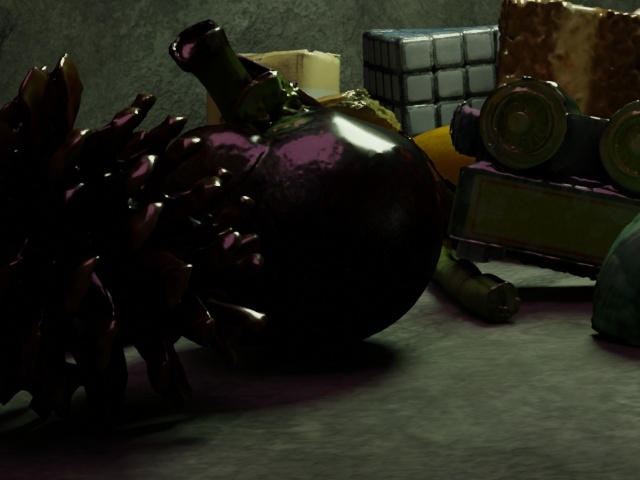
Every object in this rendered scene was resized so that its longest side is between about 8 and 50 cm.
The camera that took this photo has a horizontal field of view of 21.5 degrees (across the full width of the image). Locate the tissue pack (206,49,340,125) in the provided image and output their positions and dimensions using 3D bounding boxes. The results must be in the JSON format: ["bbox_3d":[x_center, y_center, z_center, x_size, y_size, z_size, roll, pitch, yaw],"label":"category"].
[{"bbox_3d":[-0.064,-0.139,2.228,0.186,0.222,0.090,4,0,34],"label":"tissue pack"}]

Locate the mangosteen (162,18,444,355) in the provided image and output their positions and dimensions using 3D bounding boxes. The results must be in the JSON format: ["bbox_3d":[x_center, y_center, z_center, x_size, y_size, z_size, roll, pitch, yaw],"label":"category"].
[{"bbox_3d":[-0.027,-0.047,1.367,0.231,0.289,0.231,-16,14,4],"label":"mangosteen"}]

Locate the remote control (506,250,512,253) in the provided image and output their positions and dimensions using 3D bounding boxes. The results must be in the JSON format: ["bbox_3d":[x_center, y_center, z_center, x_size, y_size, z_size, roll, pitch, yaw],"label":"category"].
[{"bbox_3d":[0.251,-0.002,1.749,0.025,0.063,0.245,-50,30,-22],"label":"remote control"}]

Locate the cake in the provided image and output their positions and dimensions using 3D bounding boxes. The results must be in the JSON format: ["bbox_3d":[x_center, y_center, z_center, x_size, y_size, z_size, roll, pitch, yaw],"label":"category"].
[{"bbox_3d":[0.356,-0.177,2.135,0.290,0.255,0.282,6,9,6],"label":"cake"}]

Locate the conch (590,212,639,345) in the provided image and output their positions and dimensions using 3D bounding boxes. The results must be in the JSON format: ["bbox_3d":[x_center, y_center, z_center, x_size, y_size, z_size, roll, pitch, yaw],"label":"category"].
[{"bbox_3d":[0.323,0.017,1.370,0.188,0.121,0.176,-4,-17,-31],"label":"conch"}]

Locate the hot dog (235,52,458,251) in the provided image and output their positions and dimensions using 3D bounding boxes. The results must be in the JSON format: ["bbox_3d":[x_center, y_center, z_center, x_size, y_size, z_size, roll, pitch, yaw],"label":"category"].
[{"bbox_3d":[0.011,-0.058,1.772,0.326,0.107,0.194,27,-19,6],"label":"hot dog"}]

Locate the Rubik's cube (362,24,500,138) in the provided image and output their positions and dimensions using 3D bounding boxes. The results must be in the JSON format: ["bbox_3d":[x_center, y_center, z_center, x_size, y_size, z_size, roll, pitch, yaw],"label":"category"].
[{"bbox_3d":[0.196,-0.188,2.398,0.237,0.238,0.237,-5,8,-10],"label":"Rubik's cube"}]

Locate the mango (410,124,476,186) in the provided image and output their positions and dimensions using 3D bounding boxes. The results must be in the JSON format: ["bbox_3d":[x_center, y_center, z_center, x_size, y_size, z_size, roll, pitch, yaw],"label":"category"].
[{"bbox_3d":[0.193,-0.067,1.926,0.359,0.144,0.187,-5,-11,41],"label":"mango"}]

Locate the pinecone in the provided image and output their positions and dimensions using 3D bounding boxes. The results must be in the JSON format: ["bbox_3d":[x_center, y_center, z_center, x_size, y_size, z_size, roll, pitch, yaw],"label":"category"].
[{"bbox_3d":[-0.161,0.015,1.178,0.264,0.264,0.264,-3,8,0],"label":"pinecone"}]

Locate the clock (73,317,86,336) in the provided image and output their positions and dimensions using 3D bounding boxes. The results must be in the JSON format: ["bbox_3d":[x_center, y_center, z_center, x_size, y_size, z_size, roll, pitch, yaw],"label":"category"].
[{"bbox_3d":[-0.225,0.053,1.536,0.237,0.057,0.237,-1,8,0],"label":"clock"}]

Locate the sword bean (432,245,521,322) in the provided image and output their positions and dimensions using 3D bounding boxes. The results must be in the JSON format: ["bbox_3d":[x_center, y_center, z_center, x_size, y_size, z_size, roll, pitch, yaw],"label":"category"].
[{"bbox_3d":[0.135,0.036,1.583,0.043,0.038,0.269,8,7,-8],"label":"sword bean"}]

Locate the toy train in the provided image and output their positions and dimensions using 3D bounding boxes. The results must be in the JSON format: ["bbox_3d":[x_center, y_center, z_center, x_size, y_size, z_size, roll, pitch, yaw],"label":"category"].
[{"bbox_3d":[0.245,-0.055,1.577,0.261,0.177,0.134,11,6,17],"label":"toy train"}]

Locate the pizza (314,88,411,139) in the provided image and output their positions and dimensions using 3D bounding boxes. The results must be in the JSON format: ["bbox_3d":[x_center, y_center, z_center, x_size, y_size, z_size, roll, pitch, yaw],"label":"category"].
[{"bbox_3d":[0.019,-0.121,1.960,0.262,0.034,0.181,3,-27,-45],"label":"pizza"}]
